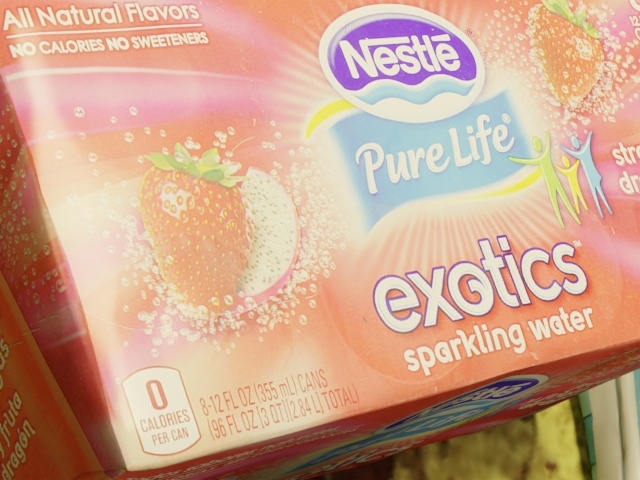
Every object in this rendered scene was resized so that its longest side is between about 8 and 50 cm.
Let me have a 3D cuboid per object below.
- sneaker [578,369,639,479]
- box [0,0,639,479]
[{"bbox_3d":[0.214,0.057,0.672,0.127,0.208,0.319,-4,72,-40],"label":"sneaker"},{"bbox_3d":[0.000,0.000,0.582,0.300,0.142,0.154,-8,73,-39],"label":"box"}]
